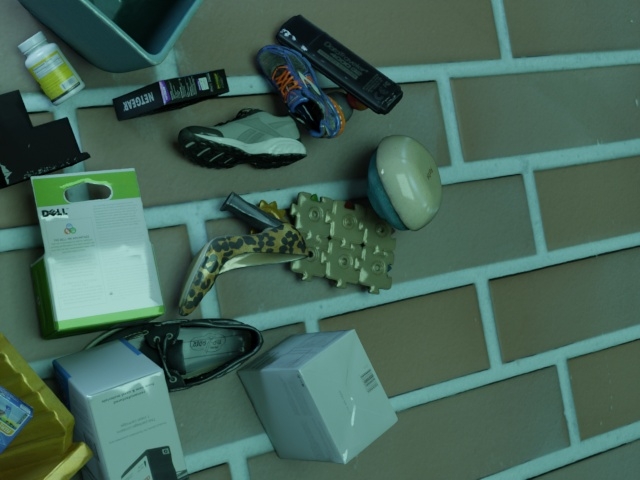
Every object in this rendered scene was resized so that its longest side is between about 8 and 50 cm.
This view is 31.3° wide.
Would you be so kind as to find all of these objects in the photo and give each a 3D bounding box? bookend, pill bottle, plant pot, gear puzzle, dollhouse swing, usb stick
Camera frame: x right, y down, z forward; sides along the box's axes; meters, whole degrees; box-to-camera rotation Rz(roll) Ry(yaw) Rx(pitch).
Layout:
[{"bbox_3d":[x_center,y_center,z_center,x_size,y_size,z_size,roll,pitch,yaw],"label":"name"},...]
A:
[{"bbox_3d":[-0.486,-0.180,1.874,0.156,0.072,0.157,-25,98,-36],"label":"bookend"},{"bbox_3d":[-0.454,-0.290,1.916,0.065,0.065,0.116,-43,108,-32],"label":"pill bottle"},{"bbox_3d":[-0.357,-0.424,1.888,0.248,0.252,0.247,41,62,-24],"label":"plant pot"},{"bbox_3d":[0.000,0.000,2.221,0.339,0.044,0.175,12,78,-31],"label":"gear puzzle"},{"bbox_3d":[-0.589,0.306,1.617,0.347,0.315,0.305,55,40,-17],"label":"dollhouse swing"},{"bbox_3d":[0.034,-0.339,2.192,0.278,0.045,0.077,38,68,16],"label":"usb stick"}]

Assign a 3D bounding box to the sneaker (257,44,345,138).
[{"bbox_3d":[-0.040,-0.282,2.165,0.221,0.083,0.087,48,28,0],"label":"sneaker"}]

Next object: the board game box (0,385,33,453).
[{"bbox_3d":[-0.517,0.230,1.564,0.201,0.035,0.136,41,92,-17],"label":"board game box"}]

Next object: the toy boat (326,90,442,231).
[{"bbox_3d":[0.123,-0.166,2.258,0.318,0.148,0.267,63,20,-6],"label":"toy boat"}]

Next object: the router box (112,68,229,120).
[{"bbox_3d":[-0.260,-0.252,1.979,0.133,0.179,0.046,-17,96,-36],"label":"router box"}]

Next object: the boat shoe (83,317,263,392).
[{"bbox_3d":[-0.247,0.197,1.968,0.340,0.113,0.127,-1,85,-35],"label":"boat shoe"}]

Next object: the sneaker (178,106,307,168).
[{"bbox_3d":[-0.150,-0.194,2.111,0.271,0.100,0.108,-2,75,-42],"label":"sneaker"}]

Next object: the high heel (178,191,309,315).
[{"bbox_3d":[-0.135,0.058,2.057,0.186,0.093,0.261,32,64,-12],"label":"high heel"}]

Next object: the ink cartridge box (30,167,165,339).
[{"bbox_3d":[-0.380,0.020,1.892,0.189,0.097,0.255,-7,80,-29],"label":"ink cartridge box"}]

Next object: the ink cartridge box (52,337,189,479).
[{"bbox_3d":[-0.303,0.335,1.798,0.129,0.223,0.307,-18,106,-24],"label":"ink cartridge box"}]

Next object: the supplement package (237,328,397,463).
[{"bbox_3d":[-0.006,0.282,2.073,0.149,0.203,0.194,-32,103,-35],"label":"supplement package"}]
